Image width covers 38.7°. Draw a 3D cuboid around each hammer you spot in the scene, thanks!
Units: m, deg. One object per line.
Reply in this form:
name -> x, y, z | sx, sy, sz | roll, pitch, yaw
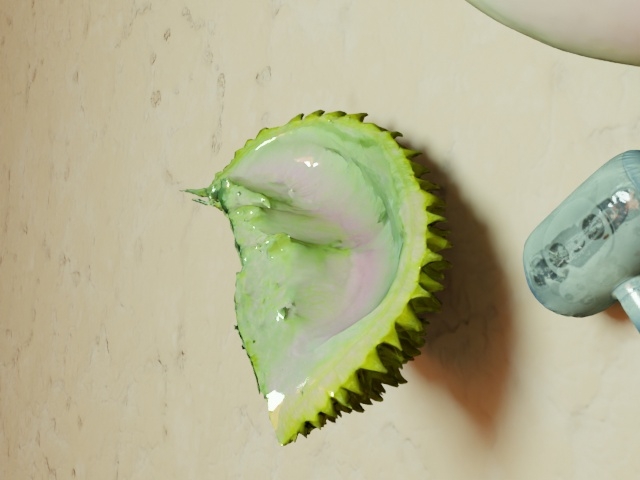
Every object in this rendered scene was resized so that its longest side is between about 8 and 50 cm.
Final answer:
hammer -> 0.201, 0.047, 0.529 | 0.116, 0.070, 0.194 | -50, 55, 39

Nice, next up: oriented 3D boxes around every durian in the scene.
durian -> 0.000, 0.000, 0.718 | 0.352, 0.169, 0.158 | -114, 31, -53

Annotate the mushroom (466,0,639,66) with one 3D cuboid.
mushroom -> 0.162, -0.258, 0.379 | 0.353, 0.325, 0.353 | -8, 77, 41
